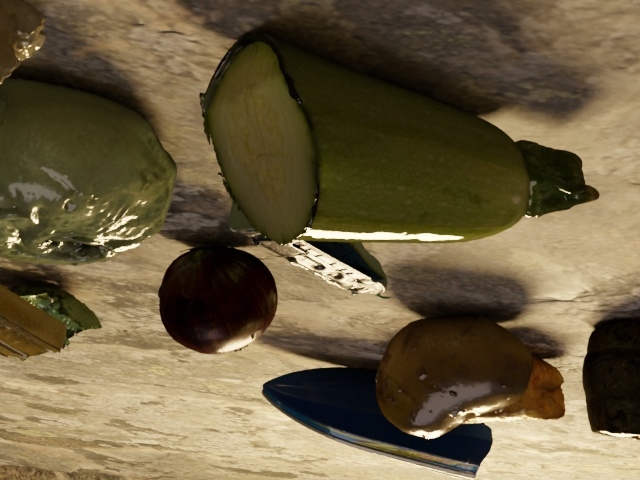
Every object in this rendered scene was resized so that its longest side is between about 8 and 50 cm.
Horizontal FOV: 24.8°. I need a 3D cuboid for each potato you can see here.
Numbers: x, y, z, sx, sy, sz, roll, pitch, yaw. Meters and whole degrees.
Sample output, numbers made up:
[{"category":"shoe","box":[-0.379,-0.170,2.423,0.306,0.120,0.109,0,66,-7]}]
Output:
[{"category":"potato","box":[0.141,0.139,1.568,0.176,0.137,0.137,-21,155,15]}]

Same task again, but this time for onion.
[{"category":"onion","box":[-0.101,0.062,1.410,0.117,0.119,0.118,-20,152,27]}]

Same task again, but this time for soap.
[{"category":"soap","box":[-0.393,0.057,1.557,0.092,0.037,0.252,-15,141,43]}]

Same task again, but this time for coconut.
[{"category":"coconut","box":[-0.320,0.085,1.682,0.158,0.055,0.133,5,165,13]}]

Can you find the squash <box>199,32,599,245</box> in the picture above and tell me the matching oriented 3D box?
[{"category":"squash","box":[0.058,-0.038,1.003,0.287,0.137,0.137,15,162,-32]}]

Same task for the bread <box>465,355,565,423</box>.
[{"category":"bread","box":[0.185,0.179,1.739,0.211,0.083,0.114,-5,165,34]}]

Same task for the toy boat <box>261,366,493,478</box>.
[{"category":"toy boat","box":[0.066,0.223,1.869,0.295,0.129,0.088,15,121,-9]}]

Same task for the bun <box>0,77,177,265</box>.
[{"category":"bun","box":[-0.217,-0.043,1.120,0.221,0.108,0.221,7,163,2]}]

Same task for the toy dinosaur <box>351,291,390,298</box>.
[{"category":"toy dinosaur","box":[0.045,0.032,1.419,0.083,0.021,0.062,15,149,-22]}]

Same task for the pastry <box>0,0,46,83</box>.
[{"category":"pastry","box":[-0.277,-0.148,0.851,0.121,0.089,0.258,10,165,38]}]

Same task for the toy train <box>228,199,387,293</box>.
[{"category":"toy train","box":[0.000,0.000,1.279,0.052,0.051,0.234,-2,165,28]}]

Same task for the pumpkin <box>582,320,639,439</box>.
[{"category":"pumpkin","box":[0.403,0.161,1.516,0.248,0.131,0.126,6,164,-4]}]
